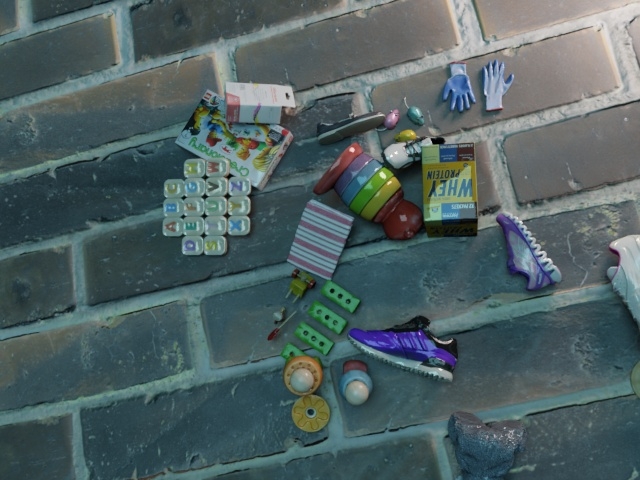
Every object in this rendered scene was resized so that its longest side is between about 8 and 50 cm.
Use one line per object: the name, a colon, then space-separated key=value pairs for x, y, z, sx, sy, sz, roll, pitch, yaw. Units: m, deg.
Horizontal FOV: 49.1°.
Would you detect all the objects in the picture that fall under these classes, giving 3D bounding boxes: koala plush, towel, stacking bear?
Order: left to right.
towel: x=0.000 y=0.000 z=1.949 sx=0.144 sy=0.029 sz=0.197 roll=25 pitch=105 yaw=17
stacking bear: x=0.154 y=-0.114 z=1.904 sx=0.289 sy=0.175 sz=0.164 roll=42 pitch=121 yaw=6
koala plush: x=0.393 y=0.551 z=1.693 sx=0.196 sy=0.203 sz=0.222 roll=7 pitch=90 yaw=13

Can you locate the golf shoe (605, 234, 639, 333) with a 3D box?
golf shoe: x=0.789 y=0.131 z=1.750 sx=0.140 sy=0.115 sz=0.307 roll=-2 pitch=70 yaw=22

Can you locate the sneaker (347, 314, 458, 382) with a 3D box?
sneaker: x=0.221 y=0.260 z=1.837 sx=0.293 sy=0.102 sz=0.146 roll=18 pitch=77 yaw=10

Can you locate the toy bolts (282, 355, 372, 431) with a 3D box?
toy bolts: x=0.020 y=0.399 z=1.787 sx=0.228 sy=0.158 sz=0.219 roll=-2 pitch=95 yaw=0

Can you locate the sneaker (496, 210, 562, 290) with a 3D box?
sneaker: x=0.522 y=0.034 z=1.830 sx=0.104 sy=0.095 sz=0.237 roll=-36 pitch=74 yaw=10

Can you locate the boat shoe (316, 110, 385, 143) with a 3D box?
boat shoe: x=0.083 y=-0.340 z=2.010 sx=0.206 sy=0.075 sz=0.065 roll=-18 pitch=70 yaw=16

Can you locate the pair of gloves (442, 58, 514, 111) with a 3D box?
pair of gloves: x=0.447 y=-0.439 z=1.989 sx=0.198 sy=0.023 sz=0.160 roll=0 pitch=77 yaw=12

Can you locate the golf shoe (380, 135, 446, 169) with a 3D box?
golf shoe: x=0.254 y=-0.249 z=1.902 sx=0.198 sy=0.094 sz=0.077 roll=-18 pitch=80 yaw=-32

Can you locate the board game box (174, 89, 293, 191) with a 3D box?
board game box: x=-0.258 y=-0.299 z=2.083 sx=0.305 sy=0.053 sz=0.193 roll=29 pitch=85 yaw=16

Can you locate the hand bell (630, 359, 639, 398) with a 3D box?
hand bell: x=0.810 y=0.322 z=1.620 sx=0.126 sy=0.242 sz=0.126 roll=-2 pitch=77 yaw=11

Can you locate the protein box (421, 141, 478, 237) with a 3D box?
protein box: x=0.341 y=-0.127 z=1.844 sx=0.135 sy=0.200 sz=0.201 roll=-3 pitch=77 yaw=11

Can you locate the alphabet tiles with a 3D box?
alphabet tiles: x=-0.335 y=-0.098 z=2.040 sx=0.277 sy=0.021 sz=0.285 roll=0 pitch=87 yaw=17

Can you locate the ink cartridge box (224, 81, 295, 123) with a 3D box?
ink cartridge box: x=-0.178 y=-0.399 z=2.042 sx=0.198 sy=0.067 sz=0.115 roll=0 pitch=45 yaw=-11

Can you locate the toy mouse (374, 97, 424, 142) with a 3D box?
toy mouse: x=0.238 y=-0.348 z=2.005 sx=0.160 sy=0.031 sz=0.143 roll=5 pitch=78 yaw=13

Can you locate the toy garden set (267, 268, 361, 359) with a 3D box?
toy garden set: x=-0.035 y=0.215 z=1.922 sx=0.203 sy=0.049 sz=0.244 roll=32 pitch=86 yaw=15
